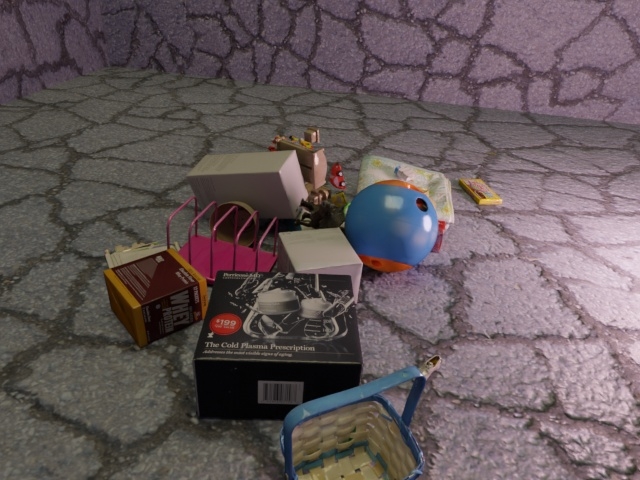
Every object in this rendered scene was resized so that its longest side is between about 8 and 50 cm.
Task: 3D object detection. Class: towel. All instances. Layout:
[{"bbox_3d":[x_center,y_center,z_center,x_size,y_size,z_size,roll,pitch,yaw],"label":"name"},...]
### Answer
[{"bbox_3d":[0.326,-0.189,1.861,0.375,0.090,0.320,12,40,0],"label":"towel"}]

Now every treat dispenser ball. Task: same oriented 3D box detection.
[{"bbox_3d":[0.218,-0.044,1.495,0.288,0.288,0.288,3,32,-2],"label":"treat dispenser ball"}]

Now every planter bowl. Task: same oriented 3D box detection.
[{"bbox_3d":[-0.273,-0.061,1.597,0.162,0.162,0.109,10,21,8],"label":"planter bowl"}]

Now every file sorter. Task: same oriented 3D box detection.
[{"bbox_3d":[-0.288,0.003,1.438,0.291,0.182,0.202,14,32,7],"label":"file sorter"}]

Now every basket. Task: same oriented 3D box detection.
[{"bbox_3d":[0.048,0.353,0.826,0.255,0.289,0.201,-8,39,-25],"label":"basket"}]

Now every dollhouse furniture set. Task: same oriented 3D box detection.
[{"bbox_3d":[-0.073,-0.299,1.793,0.303,0.355,0.174,27,44,34],"label":"dollhouse furniture set"}]

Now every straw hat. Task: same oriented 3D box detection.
[{"bbox_3d":[0.357,-0.159,1.732,0.145,0.061,0.144,6,44,-6],"label":"straw hat"}]

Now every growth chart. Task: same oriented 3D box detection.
[{"bbox_3d":[-0.545,0.051,1.500,0.237,0.021,0.172,-9,33,-20],"label":"growth chart"}]

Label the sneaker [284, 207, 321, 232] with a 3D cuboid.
[{"bbox_3d":[-0.069,-0.074,1.714,0.092,0.087,0.228,2,35,-24],"label":"sneaker"}]

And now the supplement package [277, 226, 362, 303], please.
[{"bbox_3d":[-0.009,0.080,1.395,0.194,0.149,0.203,-6,33,-17],"label":"supplement package"}]

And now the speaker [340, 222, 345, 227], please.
[{"bbox_3d":[0.093,-0.042,1.696,0.136,0.055,0.055,30,40,34],"label":"speaker"}]

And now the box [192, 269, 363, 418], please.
[{"bbox_3d":[-0.092,0.230,1.116,0.343,0.179,0.312,2,30,-4],"label":"box"}]

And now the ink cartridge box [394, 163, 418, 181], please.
[{"bbox_3d":[0.331,-0.256,1.851,0.048,0.028,0.083,-24,54,-33],"label":"ink cartridge box"}]

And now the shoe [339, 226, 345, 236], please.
[{"bbox_3d":[0.000,0.000,1.597,0.219,0.076,0.058,-27,48,-37],"label":"shoe"}]

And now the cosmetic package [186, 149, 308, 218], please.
[{"bbox_3d":[-0.251,-0.189,1.673,0.366,0.197,0.155,1,39,20],"label":"cosmetic package"}]

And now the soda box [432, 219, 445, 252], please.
[{"bbox_3d":[0.298,-0.037,1.686,0.263,0.083,0.092,12,33,11],"label":"soda box"}]

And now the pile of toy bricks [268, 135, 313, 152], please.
[{"bbox_3d":[-0.135,-0.417,2.257,0.212,0.118,0.105,-5,58,-44],"label":"pile of toy bricks"}]

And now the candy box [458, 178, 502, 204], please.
[{"bbox_3d":[0.686,-0.212,2.072,0.105,0.027,0.206,0,32,-12],"label":"candy box"}]

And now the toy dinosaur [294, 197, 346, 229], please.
[{"bbox_3d":[0.016,-0.077,1.584,0.160,0.121,0.313,20,5,13],"label":"toy dinosaur"}]

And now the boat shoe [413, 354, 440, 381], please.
[{"bbox_3d":[0.259,0.309,1.166,0.100,0.035,0.035,-22,40,-36],"label":"boat shoe"}]

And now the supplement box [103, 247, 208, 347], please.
[{"bbox_3d":[-0.428,0.142,1.263,0.194,0.129,0.191,-22,40,-36],"label":"supplement box"}]

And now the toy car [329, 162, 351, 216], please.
[{"bbox_3d":[0.086,-0.137,1.765,0.053,0.239,0.225,-20,60,-6],"label":"toy car"}]
